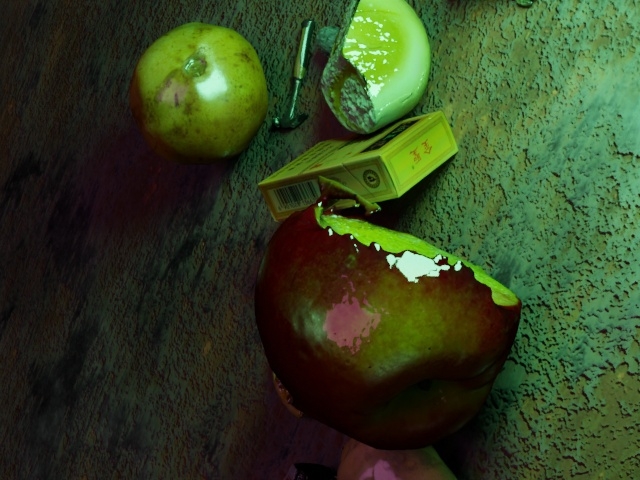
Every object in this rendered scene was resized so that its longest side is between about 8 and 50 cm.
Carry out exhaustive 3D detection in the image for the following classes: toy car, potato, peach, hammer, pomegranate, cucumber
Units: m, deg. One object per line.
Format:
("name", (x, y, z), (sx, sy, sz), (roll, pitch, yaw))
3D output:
("toy car", (0.009, 0.438, 1.834), (0.108, 0.089, 0.210), (-59, 41, 17))
("potato", (0.109, 0.361, 1.725), (0.235, 0.128, 0.161), (48, 119, 37))
("peach", (0.076, 0.120, 1.671), (0.406, 0.335, 0.310), (32, 96, 44))
("hammer", (-0.037, -0.297, 2.144), (0.078, 0.021, 0.201), (10, 87, 47))
("pomegranate", (-0.220, -0.262, 2.160), (0.264, 0.264, 0.264), (-16, 68, 43))
("cucumber", (0.036, -0.328, 2.046), (0.112, 0.064, 0.064), (41, 109, 44))

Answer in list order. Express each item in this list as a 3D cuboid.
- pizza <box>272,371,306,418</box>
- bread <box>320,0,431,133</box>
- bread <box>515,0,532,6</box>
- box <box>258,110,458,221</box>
("pizza", (-0.037, 0.202, 1.984), (0.134, 0.046, 0.175), (-49, 48, 26))
("bread", (0.093, -0.276, 1.911), (0.158, 0.156, 0.261), (124, 164, -64))
("bread", (0.273, -0.431, 1.832), (0.160, 0.169, 0.140), (13, 88, 7))
("box", (0.057, -0.115, 1.879), (0.274, 0.174, 0.076), (-10, 111, 45))
